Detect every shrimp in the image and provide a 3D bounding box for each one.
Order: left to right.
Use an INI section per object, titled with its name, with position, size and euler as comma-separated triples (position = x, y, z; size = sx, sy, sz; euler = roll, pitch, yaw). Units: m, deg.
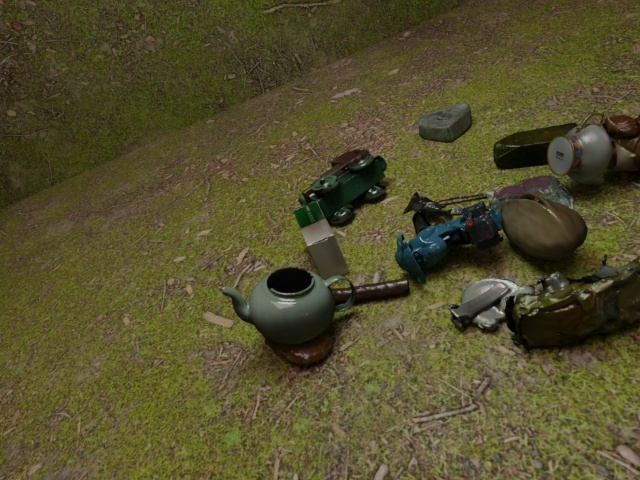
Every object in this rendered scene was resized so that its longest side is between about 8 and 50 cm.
[shrimp]
position = -0.053, 0.222, 1.004
size = 0.188, 0.051, 0.132
euler = 19, 34, 36

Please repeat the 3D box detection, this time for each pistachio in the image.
[pistachio]
position = 0.479, -0.031, 0.953
size = 0.126, 0.152, 0.223
euler = -27, 16, 0

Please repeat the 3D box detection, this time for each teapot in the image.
[teapot]
position = -0.063, 0.135, 0.973
size = 0.294, 0.129, 0.193
euler = -7, 31, -10

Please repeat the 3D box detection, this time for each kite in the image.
[kite]
position = 0.463, -0.091, 1.148
size = 0.361, 0.022, 0.204
euler = -10, 38, 17

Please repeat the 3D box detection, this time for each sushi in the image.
[sushi]
position = 0.481, 0.097, 0.791
size = 0.291, 0.139, 0.131
euler = -18, 27, 10

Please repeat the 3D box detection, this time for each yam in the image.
[yam]
position = 0.052, 0.130, 1.063
size = 0.327, 0.045, 0.045
euler = -10, 10, 17

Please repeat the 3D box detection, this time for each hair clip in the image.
[hair clip]
position = 0.345, 0.123, 0.905
size = 0.172, 0.049, 0.116
euler = -29, 39, -13

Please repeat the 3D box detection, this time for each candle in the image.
[candle]
position = 0.442, -0.409, 1.546
size = 0.192, 0.068, 0.168
euler = -16, 36, 15

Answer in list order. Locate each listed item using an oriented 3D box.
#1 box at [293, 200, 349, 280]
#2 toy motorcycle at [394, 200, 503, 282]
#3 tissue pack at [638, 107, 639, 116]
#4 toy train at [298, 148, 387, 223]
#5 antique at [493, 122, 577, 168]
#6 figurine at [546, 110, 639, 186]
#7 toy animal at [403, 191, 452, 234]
[box]
position = 0.000, 0.000, 1.186
size = 0.081, 0.135, 0.199
euler = -25, 34, -2
[toy motorcycle]
position = 0.284, 0.003, 1.018
size = 0.272, 0.123, 0.182
euler = -25, 8, 29
[tissue pack]
position = 0.894, -0.318, 1.166
size = 0.059, 0.074, 0.094
euler = -7, 40, 17
[toy train]
position = 0.061, -0.175, 1.394
size = 0.304, 0.150, 0.221
euler = -35, 26, -15
[antique]
position = 0.611, -0.264, 1.245
size = 0.221, 0.080, 0.081
euler = -4, 40, 24
[figurine]
position = 0.699, -0.221, 1.054
size = 0.264, 0.189, 0.142
euler = -8, 33, -4
[toy animal]
position = 0.284, -0.089, 1.207
size = 0.105, 0.070, 0.202
euler = -26, 25, 7
